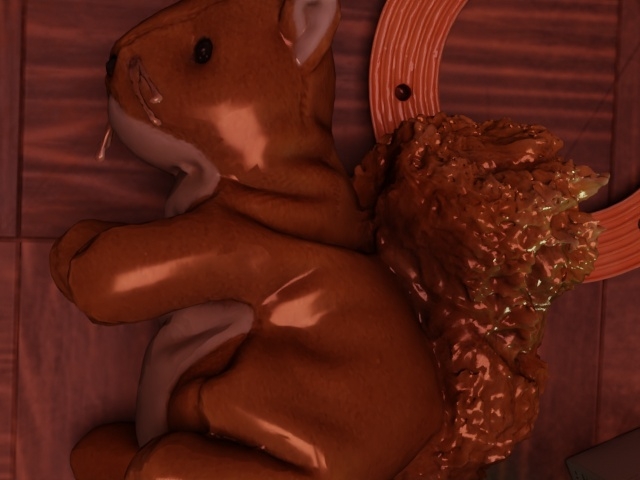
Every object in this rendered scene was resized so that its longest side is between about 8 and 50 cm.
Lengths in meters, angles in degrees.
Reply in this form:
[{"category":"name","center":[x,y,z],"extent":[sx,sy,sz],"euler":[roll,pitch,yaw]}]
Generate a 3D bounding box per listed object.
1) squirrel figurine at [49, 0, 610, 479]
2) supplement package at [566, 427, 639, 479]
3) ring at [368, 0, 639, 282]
[{"category":"squirrel figurine","center":[0.000,0.000,0.896],"extent":[0.397,0.281,0.370],"euler":[0,82,-12]},{"category":"supplement package","center":[0.293,0.223,0.972],"extent":[0.105,0.179,0.105],"euler":[-22,96,-7]},{"category":"ring","center":[0.204,-0.130,1.015],"extent":[0.337,0.032,0.336],"euler":[0,93,-8]}]
